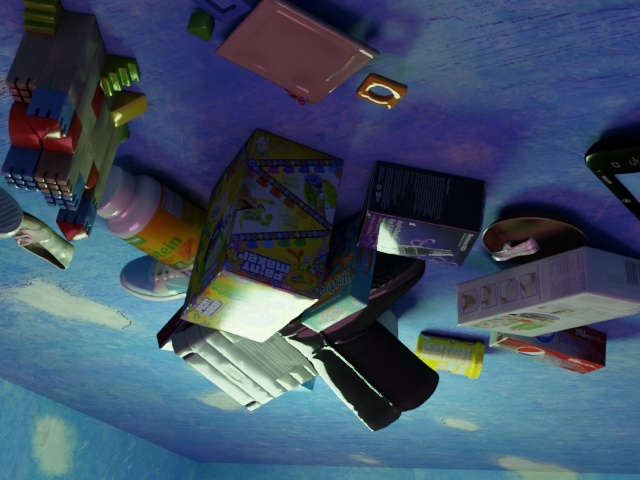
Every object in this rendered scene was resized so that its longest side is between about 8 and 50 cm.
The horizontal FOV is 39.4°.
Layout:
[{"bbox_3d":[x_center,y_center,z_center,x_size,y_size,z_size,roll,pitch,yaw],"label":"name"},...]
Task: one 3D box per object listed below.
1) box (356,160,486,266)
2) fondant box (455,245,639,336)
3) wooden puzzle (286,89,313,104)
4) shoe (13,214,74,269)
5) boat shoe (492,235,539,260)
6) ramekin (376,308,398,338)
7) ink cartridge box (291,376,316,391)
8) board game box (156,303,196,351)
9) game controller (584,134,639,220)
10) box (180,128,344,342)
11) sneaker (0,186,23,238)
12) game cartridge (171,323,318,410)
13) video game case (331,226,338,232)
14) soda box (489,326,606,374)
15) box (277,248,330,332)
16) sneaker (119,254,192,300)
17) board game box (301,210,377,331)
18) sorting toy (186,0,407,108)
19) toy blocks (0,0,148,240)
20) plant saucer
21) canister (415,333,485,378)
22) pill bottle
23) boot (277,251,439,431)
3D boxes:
[{"bbox_3d":[0.181,-0.046,1.625,0.207,0.108,0.153,11,154,1],"label":"box"},{"bbox_3d":[0.470,0.110,1.790,0.238,0.096,0.330,12,157,-36],"label":"fondant box"},{"bbox_3d":[-0.030,-0.241,1.425,0.049,0.006,0.083,-5,150,29],"label":"wooden puzzle"},{"bbox_3d":[-0.662,0.000,2.096,0.077,0.058,0.219,-6,149,31],"label":"shoe"},{"bbox_3d":[0.362,0.011,1.682,0.100,0.035,0.035,-13,118,47],"label":"boat shoe"},{"bbox_3d":[0.070,0.229,2.205,0.273,0.127,0.273,8,155,4],"label":"ramekin"},{"bbox_3d":[-0.131,0.269,2.295,0.168,0.171,0.233,-3,153,39],"label":"ink cartridge box"},{"bbox_3d":[-0.181,0.137,1.959,0.208,0.056,0.347,21,124,-38],"label":"board game box"},{"bbox_3d":[0.564,-0.082,1.454,0.166,0.067,0.319,-14,144,41],"label":"game controller"},{"bbox_3d":[-0.112,0.002,1.639,0.177,0.279,0.290,19,154,-16],"label":"box"},{"bbox_3d":[-0.788,-0.080,1.912,0.321,0.126,0.127,24,148,-4],"label":"sneaker"},{"bbox_3d":[-0.151,0.255,2.031,0.230,0.068,0.355,-32,141,5],"label":"game cartridge"},{"bbox_3d":[0.000,0.000,1.894,0.166,0.015,0.119,6,154,10],"label":"video game case"},{"bbox_3d":[0.532,0.233,2.087,0.263,0.083,0.092,17,154,-15],"label":"soda box"},{"bbox_3d":[-0.040,0.063,1.796,0.037,0.136,0.225,25,120,-23],"label":"box"},{"bbox_3d":[-0.311,0.044,1.984,0.319,0.127,0.208,-3,155,6],"label":"sneaker"},{"bbox_3d":[0.043,0.057,1.747,0.047,0.210,0.160,31,140,-24],"label":"board game box"},{"bbox_3d":[-0.033,-0.283,1.300,0.348,0.047,0.196,24,156,-24],"label":"sorting toy"},{"bbox_3d":[-0.411,-0.171,1.422,0.191,0.260,0.381,9,154,3],"label":"toy blocks"},{"bbox_3d":[0.407,-0.009,1.695,0.199,0.036,0.198,8,154,4],"label":"plant saucer"},{"bbox_3d":[0.330,0.297,2.307,0.170,0.073,0.126,9,154,6],"label":"canister"},{"bbox_3d":[-0.339,-0.047,1.787,0.136,0.136,0.246,-12,146,38],"label":"pill bottle"},{"bbox_3d":[0.148,0.216,1.954,0.367,0.146,0.445,-25,128,18],"label":"boot"}]
